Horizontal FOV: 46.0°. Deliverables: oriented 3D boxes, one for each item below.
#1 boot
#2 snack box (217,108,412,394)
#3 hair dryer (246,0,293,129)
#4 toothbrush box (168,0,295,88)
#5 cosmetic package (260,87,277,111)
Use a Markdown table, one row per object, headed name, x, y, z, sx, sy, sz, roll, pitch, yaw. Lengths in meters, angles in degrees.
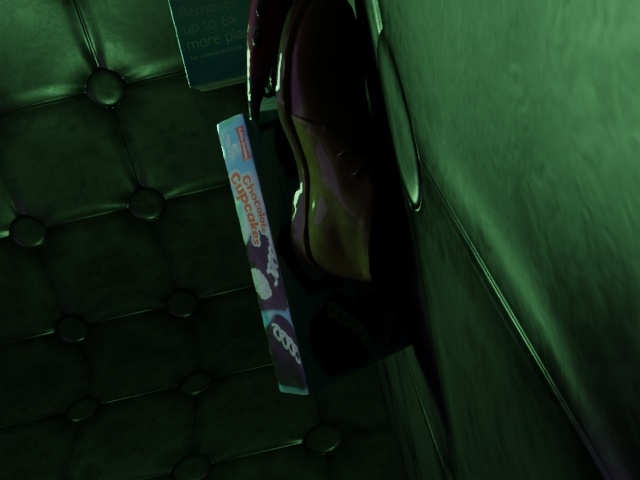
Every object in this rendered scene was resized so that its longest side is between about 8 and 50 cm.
| name | x | y | z | sx | sy | sz | roll | pitch | yaw |
| --- | --- | --- | --- | --- | --- | --- | --- | --- | --- |
| boot | 0.031 | -0.098 | 0.759 | 0.115 | 0.112 | 0.305 | 25 | 129 | 45 |
| snack box | 0.000 | 0.000 | 0.909 | 0.060 | 0.187 | 0.322 | -10 | 95 | 47 |
| hair dryer | -0.036 | -0.243 | 0.715 | 0.293 | 0.080 | 0.224 | 42 | -122 | -71 |
| toothbrush box | -0.109 | -0.380 | 1.061 | 0.126 | 0.216 | 0.296 | -106 | 4 | -82 |
| cosmetic package | -0.041 | -0.227 | 1.458 | 0.151 | 0.151 | 0.184 | -102 | 0 | -71 |
